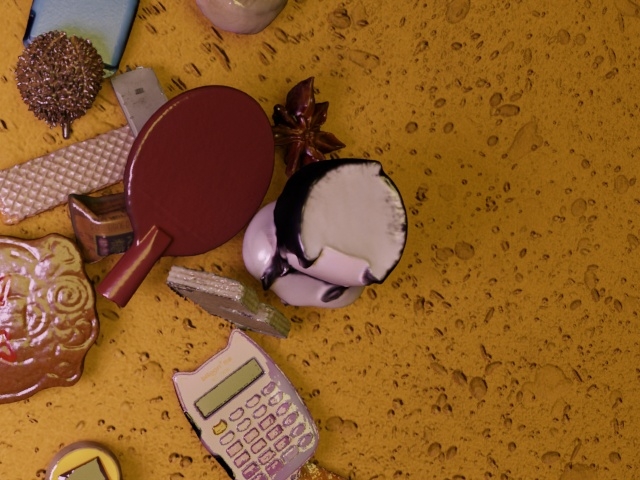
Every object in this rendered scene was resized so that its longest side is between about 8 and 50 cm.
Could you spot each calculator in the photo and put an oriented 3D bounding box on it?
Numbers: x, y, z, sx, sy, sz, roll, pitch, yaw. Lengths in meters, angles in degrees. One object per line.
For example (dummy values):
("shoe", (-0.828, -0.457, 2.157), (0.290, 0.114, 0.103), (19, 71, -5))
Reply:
("calculator", (-0.405, -0.420, 1.367), (0.172, 0.051, 0.293), (17, 80, -20))
("calculator", (-0.129, 0.320, 1.435), (0.194, 0.043, 0.294), (-36, 95, -22))

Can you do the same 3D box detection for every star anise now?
("star anise", (-0.039, -0.202, 1.482), (0.212, 0.111, 0.196), (27, 82, -28))

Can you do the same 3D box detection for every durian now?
("durian", (-0.432, -0.249, 1.304), (0.148, 0.091, 0.189), (-1, 124, -11))

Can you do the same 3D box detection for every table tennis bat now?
("table tennis bat", (-0.226, -0.070, 1.312), (0.415, 0.051, 0.268), (-56, 132, -9))

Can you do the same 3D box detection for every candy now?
("candy", (-0.294, -0.037, 1.364), (0.271, 0.101, 0.143), (-14, 123, -27))

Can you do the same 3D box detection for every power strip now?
("power strip", (-0.299, -0.226, 1.359), (0.079, 0.029, 0.227), (-19, 58, -17))

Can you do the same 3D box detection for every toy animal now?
("toy animal", (0.000, 0.000, 1.378), (0.250, 0.310, 0.251), (6, 75, -25))

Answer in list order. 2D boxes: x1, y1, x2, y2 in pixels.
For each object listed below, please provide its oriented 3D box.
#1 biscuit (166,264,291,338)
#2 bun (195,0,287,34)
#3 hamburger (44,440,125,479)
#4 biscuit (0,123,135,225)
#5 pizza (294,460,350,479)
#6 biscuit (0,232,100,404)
("biscuit", (-0.151, 0.111, 1.369), (0.250, 0.147, 0.046), (51, 54, -61))
("bun", (-0.148, -0.472, 1.445), (0.178, 0.128, 0.193), (39, 62, -17))
("hamburger", (-0.389, 0.404, 1.309), (0.126, 0.081, 0.141), (-42, 91, -22))
("biscuit", (-0.377, -0.134, 1.359), (0.378, 0.054, 0.094), (-25, 97, -23))
("pizza", (-0.030, 0.496, 1.483), (0.262, 0.034, 0.181), (37, 74, -16))
("biscuit", (-0.490, 0.126, 1.270), (0.257, 0.049, 0.273), (-4, 98, -13))
